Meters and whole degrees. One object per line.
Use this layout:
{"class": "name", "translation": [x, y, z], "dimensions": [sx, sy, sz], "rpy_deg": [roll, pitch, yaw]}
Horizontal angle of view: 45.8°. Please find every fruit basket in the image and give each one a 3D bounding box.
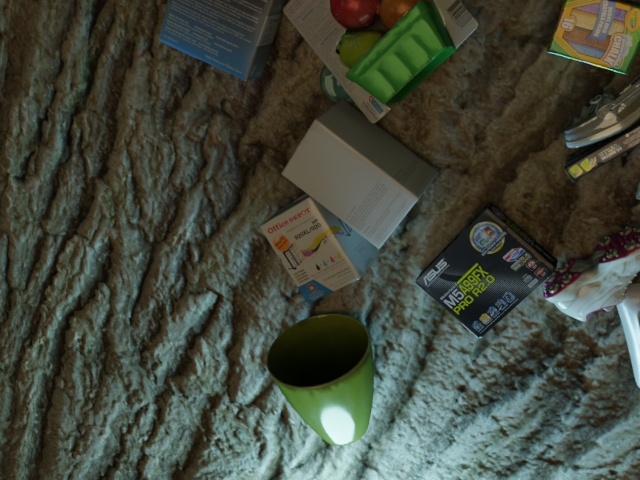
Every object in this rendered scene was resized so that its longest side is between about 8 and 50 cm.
{"class": "fruit basket", "translation": [0.127, -0.495, 1.684], "dimensions": [0.327, 0.165, 0.353], "rpy_deg": [-42, 76, 28]}

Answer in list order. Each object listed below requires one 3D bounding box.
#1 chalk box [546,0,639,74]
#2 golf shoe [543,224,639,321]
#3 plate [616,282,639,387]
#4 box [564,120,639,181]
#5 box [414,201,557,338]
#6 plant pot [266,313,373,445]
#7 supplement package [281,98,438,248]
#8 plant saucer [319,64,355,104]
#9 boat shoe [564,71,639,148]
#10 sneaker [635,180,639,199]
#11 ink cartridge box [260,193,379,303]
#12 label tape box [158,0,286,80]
{"class": "chalk box", "translation": [0.585, -0.419, 1.525], "dimensions": [0.213, 0.132, 0.132], "rpy_deg": [21, 116, 13]}
{"class": "golf shoe", "translation": [0.659, 0.075, 1.711], "dimensions": [0.140, 0.115, 0.306], "rpy_deg": [45, 126, -11]}
{"class": "plate", "translation": [0.839, 0.213, 1.721], "dimensions": [0.278, 0.045, 0.277], "rpy_deg": [-13, 105, 25]}
{"class": "box", "translation": [0.620, -0.204, 1.604], "dimensions": [0.207, 0.114, 0.036], "rpy_deg": [-32, 96, 27]}
{"class": "box", "translation": [0.396, 0.076, 1.828], "dimensions": [0.216, 0.060, 0.270], "rpy_deg": [42, 118, 1]}
{"class": "plant pot", "translation": [0.032, 0.393, 1.997], "dimensions": [0.275, 0.274, 0.293], "rpy_deg": [-4, 124, 22]}
{"class": "supplement package", "translation": [0.094, -0.160, 1.778], "dimensions": [0.293, 0.175, 0.177], "rpy_deg": [38, 126, 3]}
{"class": "plant saucer", "translation": [0.051, -0.378, 1.806], "dimensions": [0.119, 0.021, 0.119], "rpy_deg": [7, 112, 18]}
{"class": "boat shoe", "translation": [0.639, -0.303, 1.562], "dimensions": [0.320, 0.118, 0.103], "rpy_deg": [-34, 92, 24]}
{"class": "sneaker", "translation": [0.795, -0.181, 1.563], "dimensions": [0.146, 0.102, 0.293], "rpy_deg": [28, 122, 4]}
{"class": "ink cartridge box", "translation": [0.000, 0.000, 1.888], "dimensions": [0.171, 0.168, 0.232], "rpy_deg": [-28, 97, 28]}
{"class": "label tape box", "translation": [-0.209, -0.587, 1.777], "dimensions": [0.249, 0.115, 0.347], "rpy_deg": [27, 114, 9]}
